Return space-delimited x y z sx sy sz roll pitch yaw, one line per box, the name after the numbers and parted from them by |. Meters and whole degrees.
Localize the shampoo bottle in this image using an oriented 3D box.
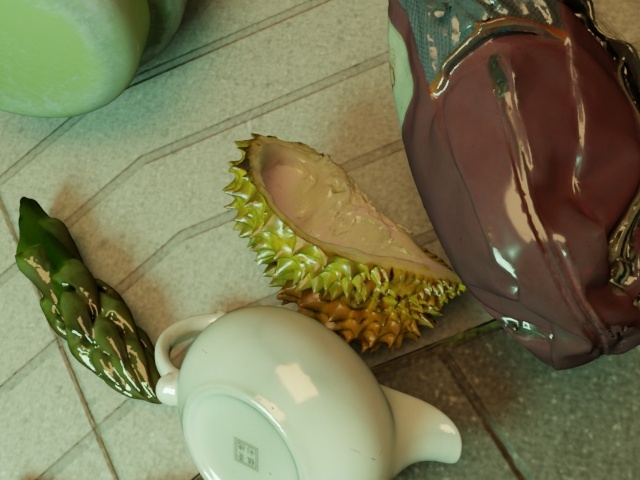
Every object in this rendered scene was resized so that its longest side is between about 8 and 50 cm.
-0.294 -0.319 0.866 0.322 0.322 0.317 1 64 14 | shampoo bottle

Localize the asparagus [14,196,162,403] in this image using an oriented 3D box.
-0.244 0.068 0.838 0.080 0.080 0.287 -45 67 -6 | asparagus

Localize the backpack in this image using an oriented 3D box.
0.175 -0.059 0.651 0.197 0.283 0.317 -24 56 16 | backpack

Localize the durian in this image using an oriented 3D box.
0.000 0.007 0.756 0.183 0.138 0.250 -15 55 -39 | durian

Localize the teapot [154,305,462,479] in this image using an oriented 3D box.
-0.034 0.144 0.708 0.298 0.204 0.139 27 39 25 | teapot
